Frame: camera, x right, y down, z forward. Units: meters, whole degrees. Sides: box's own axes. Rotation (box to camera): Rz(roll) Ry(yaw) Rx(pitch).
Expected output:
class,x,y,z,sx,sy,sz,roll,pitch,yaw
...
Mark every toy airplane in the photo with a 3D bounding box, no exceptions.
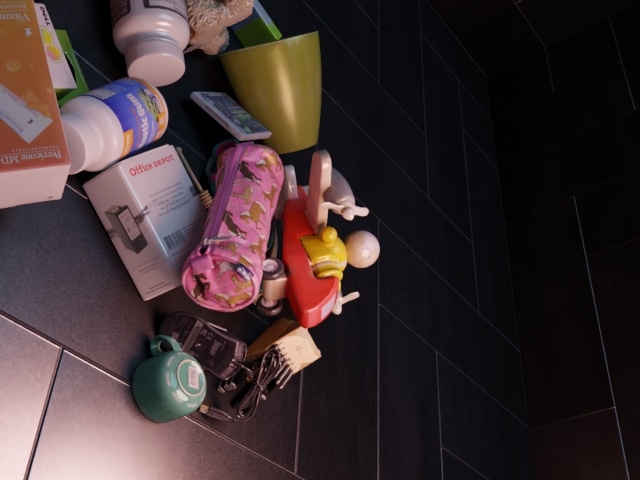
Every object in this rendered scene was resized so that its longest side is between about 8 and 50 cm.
class,x,y,z,sx,sy,sz,roll,pitch,yaw
toy airplane,0.000,0.000,1.918,0.386,0.272,0.384,126,-32,-89

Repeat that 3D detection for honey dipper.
class,x,y,z,sx,sy,sz,roll,pitch,yaw
honey dipper,-0.302,-0.151,1.969,0.160,0.030,0.030,60,30,-2

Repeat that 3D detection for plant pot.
class,x,y,z,sx,sy,sz,roll,pitch,yaw
plant pot,-0.106,-0.392,2.255,0.275,0.275,0.293,-40,119,-59

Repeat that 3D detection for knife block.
class,x,y,z,sx,sy,sz,roll,pitch,yaw
knife block,-0.133,0.281,1.895,0.088,0.242,0.276,63,-15,-8

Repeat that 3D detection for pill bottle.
class,x,y,z,sx,sy,sz,roll,pitch,yaw
pill bottle,-0.399,-0.527,1.930,0.176,0.176,0.318,19,54,-52
pill bottle,-0.439,-0.229,1.679,0.152,0.152,0.272,59,30,-11

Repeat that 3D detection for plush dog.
class,x,y,z,sx,sy,sz,roll,pitch,yaw
plush dog,-0.322,-0.614,2.102,0.211,0.262,0.225,-18,78,-36

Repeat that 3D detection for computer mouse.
class,x,y,z,sx,sy,sz,roll,pitch,yaw
computer mouse,-0.228,0.265,1.727,0.262,0.184,0.060,24,0,-7

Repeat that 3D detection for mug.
class,x,y,z,sx,sy,sz,roll,pitch,yaw
mug,-0.292,0.269,1.615,0.157,0.097,0.129,61,30,-9

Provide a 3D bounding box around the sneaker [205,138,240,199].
class,x,y,z,sx,sy,sz,roll,pitch,yaw
sneaker,-0.190,-0.175,2.078,0.295,0.124,0.178,-46,118,-57

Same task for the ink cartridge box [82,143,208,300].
class,x,y,z,sx,sy,sz,roll,pitch,yaw
ink cartridge box,-0.340,-0.042,1.740,0.273,0.115,0.198,63,30,-6

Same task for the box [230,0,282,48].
class,x,y,z,sx,sy,sz,roll,pitch,yaw
box,-0.206,-0.629,2.375,0.178,0.109,0.042,54,36,-21

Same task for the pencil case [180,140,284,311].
class,x,y,z,sx,sy,sz,roll,pitch,yaw
pencil case,-0.176,-0.038,1.736,0.160,0.167,0.386,23,43,-12

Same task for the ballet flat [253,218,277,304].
class,x,y,z,sx,sy,sz,roll,pitch,yaw
ballet flat,-0.144,0.051,2.041,0.086,0.086,0.248,38,41,-39

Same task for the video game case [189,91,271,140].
class,x,y,z,sx,sy,sz,roll,pitch,yaw
video game case,-0.225,-0.318,2.114,0.173,0.022,0.190,41,18,8

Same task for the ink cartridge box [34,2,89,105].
class,x,y,z,sx,sy,sz,roll,pitch,yaw
ink cartridge box,-0.549,-0.369,1.660,0.255,0.097,0.188,-18,85,-59

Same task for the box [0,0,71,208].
class,x,y,z,sx,sy,sz,roll,pitch,yaw
box,-0.568,-0.239,1.386,0.215,0.168,0.345,-11,77,-26
